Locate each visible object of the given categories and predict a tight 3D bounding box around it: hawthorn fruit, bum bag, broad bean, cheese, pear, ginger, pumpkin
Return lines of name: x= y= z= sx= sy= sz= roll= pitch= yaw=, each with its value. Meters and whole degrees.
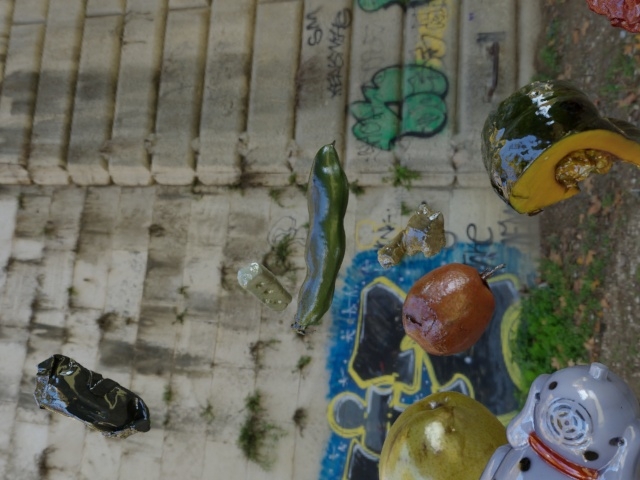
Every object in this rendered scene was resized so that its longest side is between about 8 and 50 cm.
hawthorn fruit: x=0.342 y=0.151 z=1.223 sx=0.211 sy=0.299 sz=0.211 roll=48 pitch=-174 yaw=-7
bum bag: x=-0.579 y=0.409 z=1.245 sx=0.142 sy=0.326 sz=0.080 roll=-53 pitch=15 yaw=4
broad bean: x=0.003 y=0.001 z=0.618 sx=0.046 sy=0.065 sz=0.255 roll=2 pitch=-82 yaw=-44
cheese: x=-0.119 y=0.105 z=1.082 sx=0.043 sy=0.065 sz=0.194 roll=51 pitch=179 yaw=34
pear: x=0.267 y=0.484 z=1.013 sx=0.314 sy=0.314 sz=0.315 roll=2 pitch=-90 yaw=-76
ginger: x=0.197 y=0.007 z=1.013 sx=0.165 sy=0.096 sz=0.067 roll=-48 pitch=-21 yaw=15
pumpkin: x=0.396 y=-0.130 z=0.795 sx=0.190 sy=0.280 sz=0.139 roll=-53 pitch=31 yaw=35

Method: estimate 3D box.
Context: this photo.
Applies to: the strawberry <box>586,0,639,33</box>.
strawberry: x=0.376 y=-0.434 z=0.545 sx=0.317 sy=0.345 sz=0.295 roll=-52 pitch=-5 yaw=21

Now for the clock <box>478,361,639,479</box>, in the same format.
clock: x=0.296 y=0.257 z=0.579 sx=0.189 sy=0.188 sz=0.254 roll=-32 pitch=-46 yaw=-74
